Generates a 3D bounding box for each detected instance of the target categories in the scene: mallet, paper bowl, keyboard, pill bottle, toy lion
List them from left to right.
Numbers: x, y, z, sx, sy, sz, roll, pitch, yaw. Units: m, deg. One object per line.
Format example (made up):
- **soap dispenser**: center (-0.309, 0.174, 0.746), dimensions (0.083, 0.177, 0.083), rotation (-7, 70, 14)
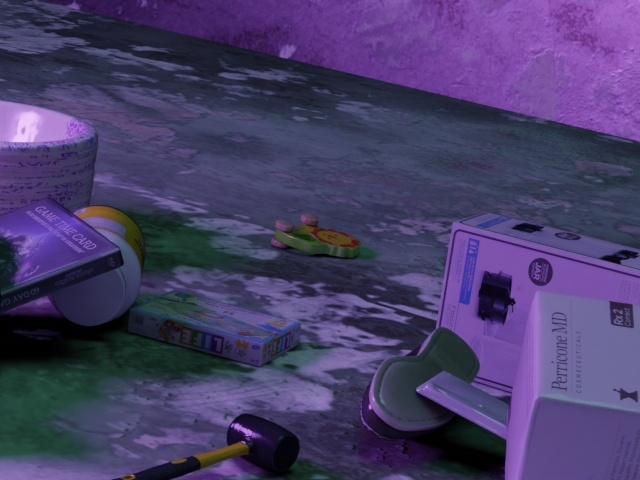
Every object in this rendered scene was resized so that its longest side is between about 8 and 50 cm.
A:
- **paper bowl**: center (-0.411, -0.076, 2.192), dimensions (0.284, 0.148, 0.284), rotation (8, 14, -2)
- **pill bottle**: center (-0.239, 0.029, 1.963), dimensions (0.103, 0.103, 0.184), rotation (7, 14, -5)
- **mallet**: center (-0.107, 0.184, 1.571), dimensions (0.190, 0.039, 0.062), rotation (-8, 21, -39)
- **toy lion**: center (0.000, 0.000, 2.393), dimensions (0.096, 0.034, 0.100), rotation (24, 20, 27)
- **keyboard**: center (0.209, 0.186, 1.684), dimensions (0.256, 0.014, 0.072), rotation (28, 14, 18)

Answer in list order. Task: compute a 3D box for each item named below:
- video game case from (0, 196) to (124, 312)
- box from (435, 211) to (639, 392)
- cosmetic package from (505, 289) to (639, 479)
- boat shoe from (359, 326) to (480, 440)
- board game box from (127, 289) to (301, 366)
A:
- **video game case**: center (-0.356, 0.036, 1.832), dimensions (0.274, 0.026, 0.196), rotation (-21, 25, -22)
- **box**: center (0.270, 0.085, 1.916), dimensions (0.290, 0.169, 0.087), rotation (17, 16, 27)
- **cosmetic package**: center (0.257, 0.156, 1.569), dimensions (0.184, 0.151, 0.151), rotation (9, 35, 0)
- **boat shoe**: center (0.086, 0.149, 1.762), dimensions (0.081, 0.068, 0.228), rotation (47, 25, 7)
- **board game box**: center (-0.111, 0.091, 1.952), dimensions (0.154, 0.026, 0.103), rotation (14, 15, 20)
